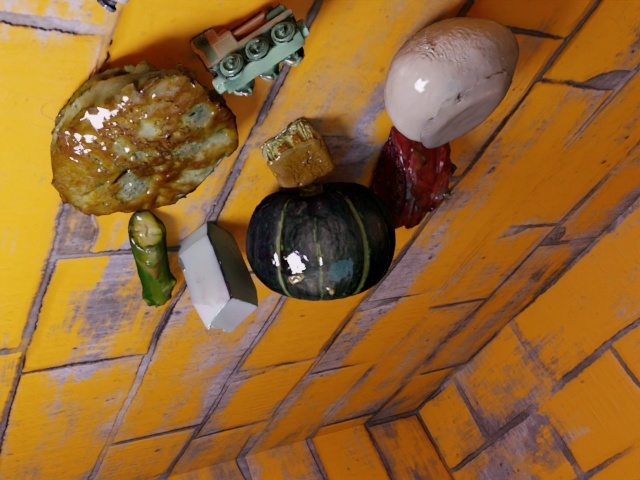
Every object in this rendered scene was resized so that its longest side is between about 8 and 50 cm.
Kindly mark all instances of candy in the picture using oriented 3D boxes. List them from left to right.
[{"bbox_3d":[0.241,-0.310,1.303,0.296,0.185,0.295,-35,163,-12],"label":"candy"}]

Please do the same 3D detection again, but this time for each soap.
[{"bbox_3d":[-0.213,0.079,1.476,0.091,0.230,0.145,-37,149,15],"label":"soap"}]

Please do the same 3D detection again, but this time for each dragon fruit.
[{"bbox_3d":[0.241,-0.129,1.613,0.205,0.152,0.316,-17,148,-21],"label":"dragon fruit"}]

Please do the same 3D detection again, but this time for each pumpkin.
[{"bbox_3d":[0.000,0.000,1.469,0.323,0.323,0.241,-14,106,-23],"label":"pumpkin"}]

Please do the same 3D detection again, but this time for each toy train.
[{"bbox_3d":[-0.108,-0.309,1.092,0.176,0.118,0.074,-34,155,2],"label":"toy train"}]

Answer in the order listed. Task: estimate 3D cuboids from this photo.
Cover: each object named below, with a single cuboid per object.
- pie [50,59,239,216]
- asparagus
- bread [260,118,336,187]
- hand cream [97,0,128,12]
[{"bbox_3d":[-0.298,-0.165,1.163,0.355,0.102,0.288,-39,149,27],"label":"pie"},{"bbox_3d":[-0.359,0.064,1.489,0.082,0.085,0.343,-40,156,-31],"label":"asparagus"},{"bbox_3d":[-0.046,-0.168,1.397,0.128,0.069,0.140,-31,149,8],"label":"bread"},{"bbox_3d":[-0.235,-0.392,0.932,0.194,0.042,0.067,-45,139,17],"label":"hand cream"}]
